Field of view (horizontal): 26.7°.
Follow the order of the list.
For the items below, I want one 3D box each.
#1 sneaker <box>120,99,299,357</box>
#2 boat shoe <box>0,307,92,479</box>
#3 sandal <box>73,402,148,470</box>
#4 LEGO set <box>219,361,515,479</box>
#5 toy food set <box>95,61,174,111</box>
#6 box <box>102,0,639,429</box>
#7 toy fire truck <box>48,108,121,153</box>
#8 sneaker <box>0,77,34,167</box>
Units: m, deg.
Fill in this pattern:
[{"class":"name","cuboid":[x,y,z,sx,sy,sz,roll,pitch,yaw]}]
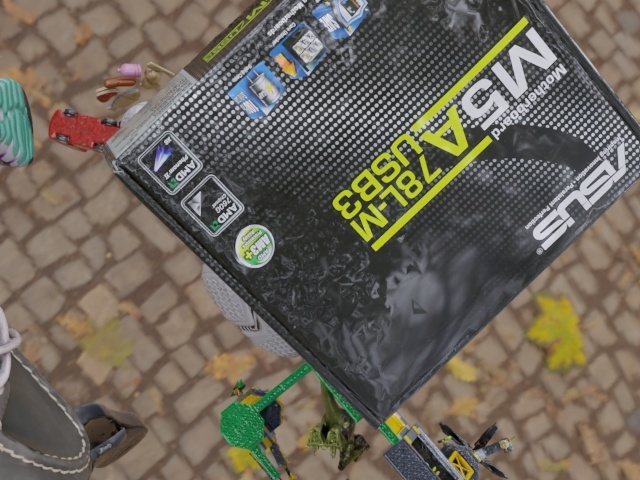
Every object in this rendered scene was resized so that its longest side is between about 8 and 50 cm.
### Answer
[{"class":"sneaker","cuboid":[-0.071,-0.047,1.675,0.210,0.137,0.365,-34,92,-30]},{"class":"boat shoe","cuboid":[-0.230,0.031,0.671,0.335,0.095,0.112,38,17,-28]},{"class":"sandal","cuboid":[-0.241,0.221,1.437,0.054,0.097,0.254,51,10,15]},{"class":"LEGO set","cuboid":[0.056,0.246,1.694,0.331,0.255,0.192,43,22,8]},{"class":"toy food set","cuboid":[-0.270,-0.224,1.899,0.078,0.122,0.019,22,50,-56]},{"class":"box","cuboid":[0.032,-0.040,0.612,0.191,0.045,0.184,-43,112,-1]},{"class":"toy fire truck","cuboid":[-0.265,-0.128,1.867,0.192,0.135,0.047,13,82,20]},{"class":"sneaker","cuboid":[-0.333,-0.111,1.248,0.098,0.223,0.083,-6,86,3]}]
